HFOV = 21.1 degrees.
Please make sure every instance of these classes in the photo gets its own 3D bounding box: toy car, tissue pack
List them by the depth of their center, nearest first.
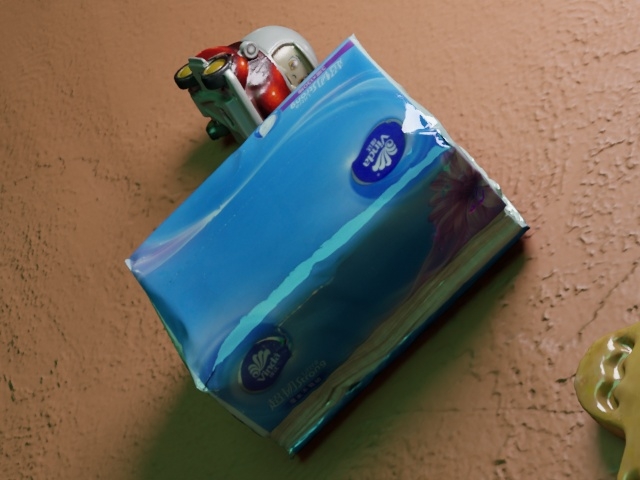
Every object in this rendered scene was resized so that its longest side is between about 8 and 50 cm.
[{"bbox_3d":[0.000,0.000,1.351,0.263,0.146,0.198,-43,42,5],"label":"tissue pack"},{"bbox_3d":[-0.056,-0.145,1.554,0.112,0.112,0.139,-41,30,-14],"label":"toy car"}]

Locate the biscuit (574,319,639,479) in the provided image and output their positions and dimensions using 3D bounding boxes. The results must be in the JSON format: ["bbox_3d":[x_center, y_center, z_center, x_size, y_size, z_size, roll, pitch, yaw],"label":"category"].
[{"bbox_3d":[0.298,0.058,1.124,0.275,0.052,0.355,-2,59,39],"label":"biscuit"}]
